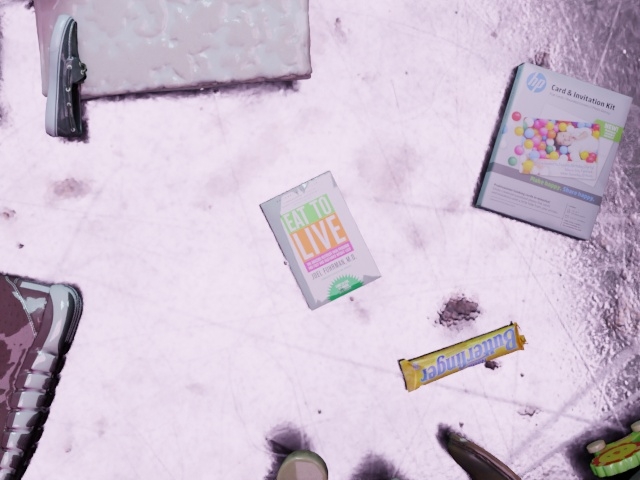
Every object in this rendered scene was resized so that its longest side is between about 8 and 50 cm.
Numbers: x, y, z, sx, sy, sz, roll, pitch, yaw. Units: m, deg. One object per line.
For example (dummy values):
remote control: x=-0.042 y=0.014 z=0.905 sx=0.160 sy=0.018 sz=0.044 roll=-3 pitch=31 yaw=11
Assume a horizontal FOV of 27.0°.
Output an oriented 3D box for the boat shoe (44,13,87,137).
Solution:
boat shoe: x=-0.288 y=-0.187 z=1.531 sx=0.040 sy=0.049 sz=0.142 roll=8 pitch=100 yaw=4

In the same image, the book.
book: x=0.000 y=0.000 z=1.621 sx=0.096 sy=0.035 sz=0.144 roll=-27 pitch=94 yaw=-1

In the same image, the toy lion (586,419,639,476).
toy lion: x=0.374 y=0.257 z=1.625 sx=0.100 sy=0.096 sz=0.034 roll=-25 pitch=93 yaw=-5

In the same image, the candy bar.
candy bar: x=0.177 y=0.142 z=1.644 sx=0.162 sy=0.018 sz=0.040 roll=-19 pitch=93 yaw=-4

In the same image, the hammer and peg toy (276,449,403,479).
hammer and peg toy: x=0.055 y=0.418 z=1.566 sx=0.361 sy=0.127 sz=0.266 roll=40 pitch=97 yaw=1

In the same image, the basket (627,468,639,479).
basket: x=0.487 y=0.285 z=1.597 sx=0.227 sy=0.154 sz=0.204 roll=-43 pitch=124 yaw=-18

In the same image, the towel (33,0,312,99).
towel: x=-0.174 y=-0.331 z=1.555 sx=0.332 sy=0.053 sz=0.316 roll=-3 pitch=92 yaw=8

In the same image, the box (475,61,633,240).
box: x=0.288 y=-0.108 z=1.642 sx=0.145 sy=0.038 sz=0.186 roll=18 pitch=88 yaw=-6

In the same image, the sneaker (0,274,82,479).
sneaker: x=-0.397 y=0.168 z=1.556 sx=0.163 sy=0.106 sz=0.281 roll=18 pitch=78 yaw=-1

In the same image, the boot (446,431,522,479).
boot: x=0.214 y=0.334 z=1.618 sx=0.219 sy=0.082 sz=0.106 roll=42 pitch=84 yaw=-7
